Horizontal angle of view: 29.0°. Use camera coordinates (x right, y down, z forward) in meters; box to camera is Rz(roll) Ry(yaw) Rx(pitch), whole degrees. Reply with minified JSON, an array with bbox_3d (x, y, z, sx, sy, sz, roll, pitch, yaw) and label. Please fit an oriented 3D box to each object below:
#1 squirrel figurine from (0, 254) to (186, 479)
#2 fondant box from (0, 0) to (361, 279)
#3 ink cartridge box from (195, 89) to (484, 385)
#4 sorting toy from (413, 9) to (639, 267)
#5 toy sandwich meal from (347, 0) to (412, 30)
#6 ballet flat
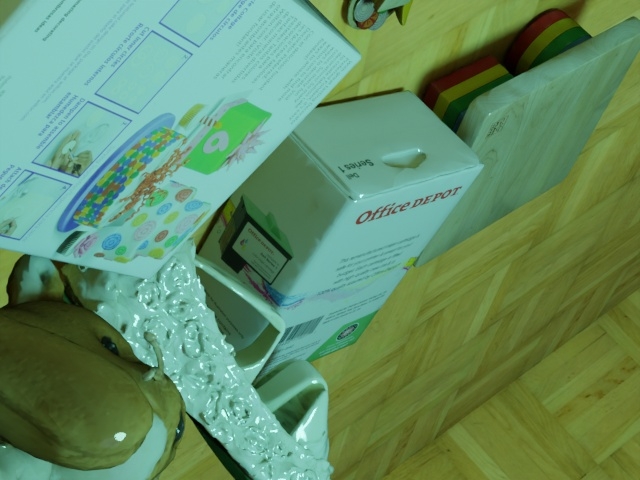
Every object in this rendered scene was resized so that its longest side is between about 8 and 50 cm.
[{"bbox_3d":[-0.278,0.114,0.738,0.370,0.397,0.280,-33,124,-69],"label":"squirrel figurine"},{"bbox_3d":[-0.136,-0.105,0.792,0.238,0.096,0.330,-46,158,10],"label":"fondant box"},{"bbox_3d":[0.000,0.000,1.200,0.201,0.117,0.278,-17,149,-46],"label":"ink cartridge box"},{"bbox_3d":[0.199,-0.125,1.342,0.255,0.089,0.257,-29,155,-31],"label":"sorting toy"},{"bbox_3d":[0.059,-0.203,1.028,0.086,0.029,0.085,-35,158,-17],"label":"toy sandwich meal"},{"bbox_3d":[-0.068,0.131,1.096,0.147,0.147,0.409,-39,127,-6],"label":"ballet flat"}]
